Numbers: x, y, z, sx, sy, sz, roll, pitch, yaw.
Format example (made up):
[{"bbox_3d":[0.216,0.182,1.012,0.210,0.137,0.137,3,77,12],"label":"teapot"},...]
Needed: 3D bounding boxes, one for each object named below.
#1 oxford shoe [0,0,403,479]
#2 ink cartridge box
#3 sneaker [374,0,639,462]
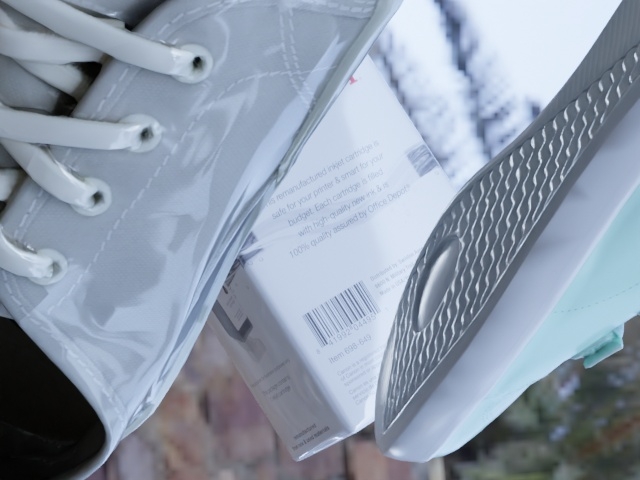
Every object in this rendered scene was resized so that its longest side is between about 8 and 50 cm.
[{"bbox_3d":[-0.080,-0.061,0.675,0.130,0.169,0.449,-48,165,-49],"label":"oxford shoe"},{"bbox_3d":[0.000,0.000,1.217,0.218,0.158,0.092,58,-31,3],"label":"ink cartridge box"},{"bbox_3d":[0.132,0.010,0.696,0.256,0.151,0.094,-52,-159,31],"label":"sneaker"}]
